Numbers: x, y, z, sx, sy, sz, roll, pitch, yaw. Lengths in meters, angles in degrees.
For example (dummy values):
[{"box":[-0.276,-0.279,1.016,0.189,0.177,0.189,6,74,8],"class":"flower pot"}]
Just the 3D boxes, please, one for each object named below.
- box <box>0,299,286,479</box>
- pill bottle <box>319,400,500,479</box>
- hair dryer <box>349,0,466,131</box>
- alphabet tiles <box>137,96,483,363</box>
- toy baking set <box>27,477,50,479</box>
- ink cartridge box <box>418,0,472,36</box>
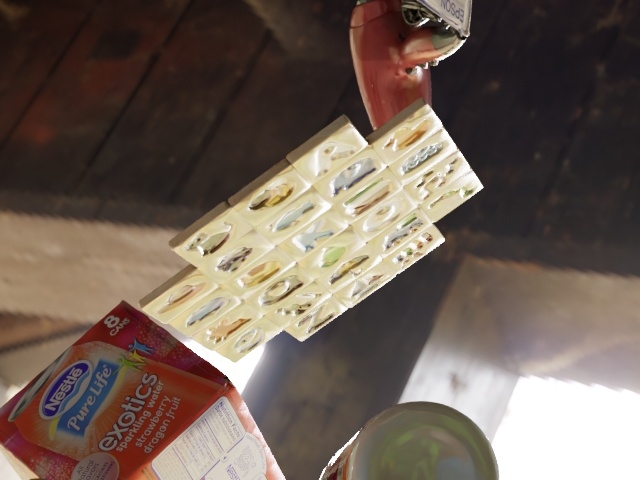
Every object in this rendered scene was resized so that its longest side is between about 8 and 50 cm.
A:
[{"box":[-0.100,0.181,1.134,0.122,0.128,0.257,33,-23,39],"class":"box"},{"box":[0.044,0.148,0.969,0.086,0.086,0.152,28,-20,-1],"class":"pill bottle"},{"box":[0.081,-0.190,1.690,0.080,0.224,0.294,-8,-51,-7],"class":"hair dryer"},{"box":[0.000,0.000,1.452,0.011,0.285,0.342,57,5,22],"class":"alphabet tiles"},{"box":[-0.167,0.170,0.944,0.256,0.030,0.197,25,-31,-15],"class":"toy baking set"},{"box":[0.088,-0.299,1.311,0.223,0.045,0.224,-129,-148,-57],"class":"ink cartridge box"}]
